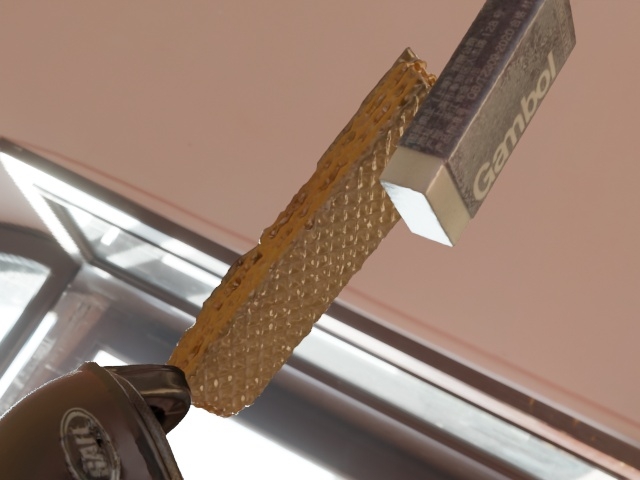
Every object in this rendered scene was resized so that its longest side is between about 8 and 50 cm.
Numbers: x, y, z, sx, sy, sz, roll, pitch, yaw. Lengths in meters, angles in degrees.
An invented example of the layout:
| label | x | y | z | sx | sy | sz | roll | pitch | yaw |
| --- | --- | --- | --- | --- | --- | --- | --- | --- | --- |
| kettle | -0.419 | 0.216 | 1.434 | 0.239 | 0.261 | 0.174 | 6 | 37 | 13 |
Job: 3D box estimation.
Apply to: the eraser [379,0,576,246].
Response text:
| label | x | y | z | sx | sy | sz | roll | pitch | yaw |
| --- | --- | --- | --- | --- | --- | --- | --- | --- | --- |
| eraser | 0.128 | -0.106 | 0.597 | 0.212 | 0.046 | 0.092 | -58 | -35 | -12 |

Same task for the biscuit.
| label | x | y | z | sx | sy | sz | roll | pitch | yaw |
| --- | --- | --- | --- | --- | --- | --- | --- | --- | --- |
| biscuit | 0.000 | 0.000 | 0.712 | 0.379 | 0.054 | 0.094 | -51 | -47 | -2 |

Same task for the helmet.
| label | x | y | z | sx | sy | sz | roll | pitch | yaw |
| --- | --- | --- | --- | --- | --- | --- | --- | --- | --- |
| helmet | -0.135 | 0.182 | 0.505 | 0.193 | 0.189 | 0.216 | -22 | -34 | -26 |
